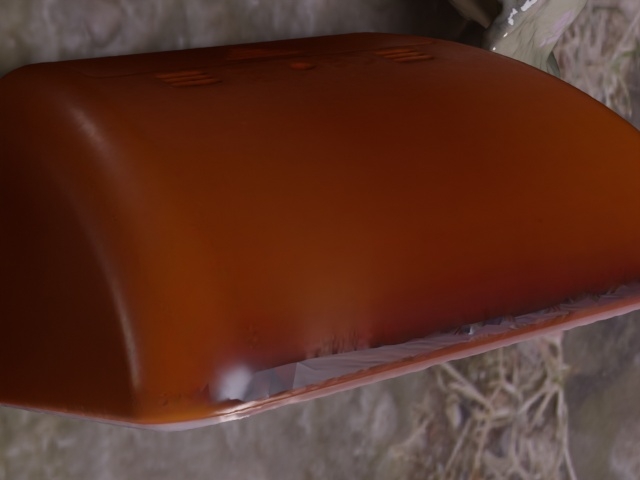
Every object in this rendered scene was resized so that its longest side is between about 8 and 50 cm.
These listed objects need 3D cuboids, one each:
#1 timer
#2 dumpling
[{"bbox_3d":[0.000,0.000,0.498,0.258,0.250,0.161,-11,105,-30],"label":"timer"},{"bbox_3d":[0.111,-0.157,0.628,0.100,0.169,0.134,-28,150,11],"label":"dumpling"}]
